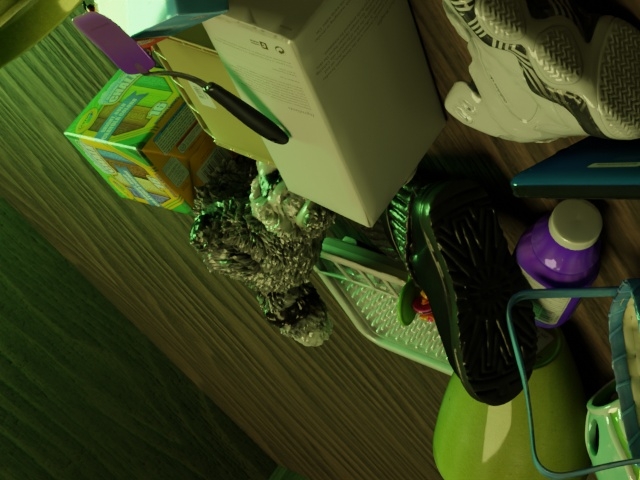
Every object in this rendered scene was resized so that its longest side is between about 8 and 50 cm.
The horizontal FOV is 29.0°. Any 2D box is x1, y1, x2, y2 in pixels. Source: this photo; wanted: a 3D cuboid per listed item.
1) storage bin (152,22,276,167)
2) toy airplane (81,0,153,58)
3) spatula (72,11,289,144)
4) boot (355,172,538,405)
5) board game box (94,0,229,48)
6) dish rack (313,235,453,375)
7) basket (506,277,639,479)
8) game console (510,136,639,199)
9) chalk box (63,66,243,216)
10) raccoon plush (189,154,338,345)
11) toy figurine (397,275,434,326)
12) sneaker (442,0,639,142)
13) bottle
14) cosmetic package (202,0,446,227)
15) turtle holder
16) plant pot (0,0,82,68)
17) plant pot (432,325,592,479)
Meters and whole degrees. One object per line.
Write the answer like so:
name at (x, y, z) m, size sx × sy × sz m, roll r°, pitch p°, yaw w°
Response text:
storage bin at (-0.094, -0.234, 1.763) m, size 0.260 × 0.123 × 0.262 m, roll 23°, pitch 157°, yaw 34°
toy airplane at (-0.328, -0.349, 2.025) m, size 0.151 × 0.028 × 0.151 m, roll 32°, pitch 162°, yaw 12°
spatula at (-0.153, -0.183, 1.444) m, size 0.296 × 0.030 × 0.084 m, roll 26°, pitch 164°, yaw -30°
boot at (0.176, 0.054, 1.792) m, size 0.260 × 0.131 × 0.348 m, roll 12°, pitch 118°, yaw 65°
board game box at (-0.204, -0.390, 1.395) m, size 0.242 × 0.064 × 0.316 m, roll -4°, pitch 96°, yaw 61°
dish rack at (0.141, 0.113, 2.239) m, size 0.286 × 0.072 × 0.333 m, roll 18°, pitch 154°, yaw 39°
basket at (0.398, 0.167, 1.596) m, size 0.289 × 0.254 × 0.201 m, roll -10°, pitch 155°, yaw 4°
game console at (0.401, -0.035, 1.336) m, size 0.293 × 0.250 × 0.173 m, roll 3°, pitch 115°, yaw 57°
chalk box at (-0.299, -0.181, 2.136) m, size 0.289 × 0.180 × 0.179 m, roll 14°, pitch 151°, yaw 44°
raccoon plush at (0.000, 0.000, 2.041) m, size 0.299 × 0.216 × 0.446 m, roll 1°, pitch 148°, yaw 41°
toy figurine at (0.224, 0.076, 1.920) m, size 0.159 × 0.173 × 0.130 m, roll 9°, pitch 132°, yaw 28°
sneaker at (0.179, -0.223, 1.302) m, size 0.366 × 0.137 × 0.210 m, roll 39°, pitch 158°, yaw -18°
bottle at (0.324, 0.029, 1.706) m, size 0.118 × 0.092 × 0.283 m, roll 38°, pitch 161°, yaw 14°
cosmetic package at (0.015, -0.208, 1.531) m, size 0.155 × 0.197 × 0.365 m, roll 25°, pitch 156°, yaw 30°
turtle holder at (0.519, 0.298, 1.861) m, size 0.227 × 0.243 × 0.320 m, roll 52°, pitch -160°, yaw 0°
plant pot at (-0.522, -0.425, 1.884) m, size 0.254 × 0.276 × 0.276 m, roll 50°, pitch 159°, yaw -4°
plant pot at (0.322, 0.254, 2.040) m, size 0.275 × 0.275 × 0.293 m, roll 25°, pitch 142°, yaw 28°
